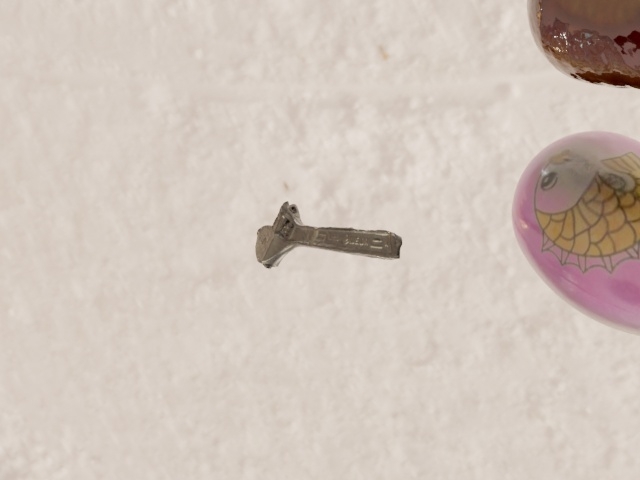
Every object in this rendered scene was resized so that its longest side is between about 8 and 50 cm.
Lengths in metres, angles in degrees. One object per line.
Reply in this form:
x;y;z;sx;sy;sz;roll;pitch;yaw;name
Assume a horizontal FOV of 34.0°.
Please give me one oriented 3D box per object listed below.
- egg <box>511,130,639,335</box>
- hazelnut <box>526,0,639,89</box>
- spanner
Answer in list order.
0.331;-0.007;1.149;0.271;0.196;0.196;38;140;34;egg
0.317;-0.227;0.960;0.251;0.217;0.217;-14;107;19;hazelnut
0.000;0.000;1.303;0.325;0.026;0.093;7;81;59;spanner
